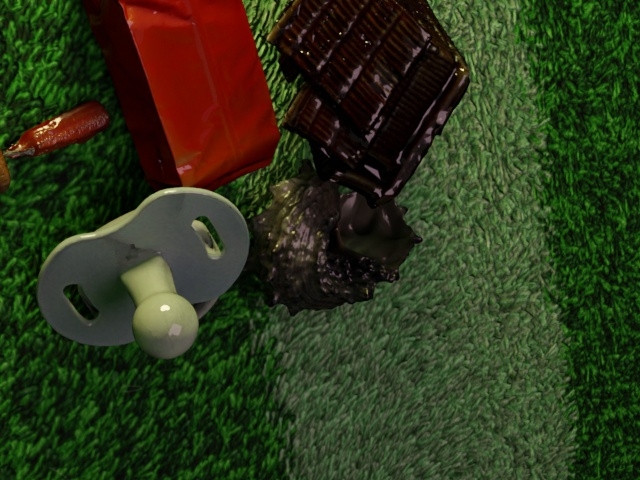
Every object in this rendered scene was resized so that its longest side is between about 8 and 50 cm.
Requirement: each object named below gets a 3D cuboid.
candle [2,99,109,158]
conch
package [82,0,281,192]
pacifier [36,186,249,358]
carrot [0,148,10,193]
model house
[{"bbox_3d":[-0.342,-0.135,1.851,0.162,0.048,0.053,-29,140,-36],"label":"candle"},{"bbox_3d":[0.004,-0.008,2.173,0.313,0.186,0.240,-6,102,-24],"label":"conch"},{"bbox_3d":[-0.184,-0.232,1.922,0.196,0.123,0.423,-32,124,-28],"label":"package"},{"bbox_3d":[-0.218,0.074,1.888,0.299,0.233,0.244,-28,129,1],"label":"pacifier"},{"bbox_3d":[-0.430,-0.144,1.767,0.047,0.047,0.191,-32,121,-34],"label":"carrot"},{"bbox_3d":[0.024,-0.263,2.044,0.283,0.297,0.317,23,107,-46],"label":"model house"}]
